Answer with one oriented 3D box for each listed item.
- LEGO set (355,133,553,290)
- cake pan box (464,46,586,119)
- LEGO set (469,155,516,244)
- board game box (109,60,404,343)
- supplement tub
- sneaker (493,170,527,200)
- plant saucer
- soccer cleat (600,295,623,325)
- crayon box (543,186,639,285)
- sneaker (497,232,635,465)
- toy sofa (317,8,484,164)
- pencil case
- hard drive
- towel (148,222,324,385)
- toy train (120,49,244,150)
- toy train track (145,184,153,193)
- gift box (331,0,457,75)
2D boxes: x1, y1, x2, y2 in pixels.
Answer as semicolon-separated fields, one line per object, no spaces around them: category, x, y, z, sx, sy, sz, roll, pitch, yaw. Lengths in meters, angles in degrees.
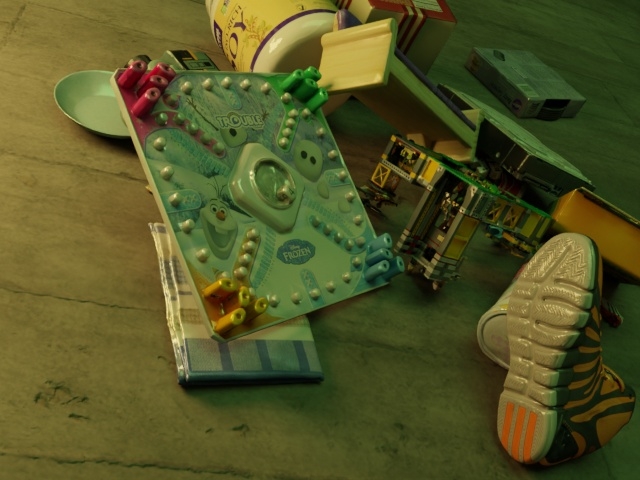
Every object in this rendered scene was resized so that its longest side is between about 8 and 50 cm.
LEGO set;0.210;-0.033;1.214;0.254;0.192;0.331;10;22;-47
cake pan box;0.570;-0.436;1.928;0.245;0.070;0.267;-10;49;-33
LEGO set;0.366;-0.068;1.370;0.093;0.087;0.227;-2;43;-12
board game box;-0.067;-0.085;1.019;0.389;0.050;0.390;-14;78;-48
supplement tub;-0.082;-0.422;1.421;0.240;0.241;0.331;-6;47;-33
sneaker;0.413;-0.133;1.509;0.067;0.042;0.118;30;40;2
plant saucer;-0.362;-0.227;1.209;0.194;0.037;0.195;14;40;-12
soccer cleat;0.524;0.123;1.284;0.035;0.029;0.083;-13;54;-49
crayon box;0.505;-0.003;1.249;0.202;0.081;0.318;33;4;10
sneaker;0.358;0.153;0.975;0.180;0.322;0.124;8;8;-30
toy sofa;0.162;-0.285;1.302;0.362;0.150;0.177;27;71;-48
pencil case;0.355;0.100;1.142;0.113;0.124;0.273;33;38;16
hard drive;0.402;-0.210;1.489;0.236;0.064;0.339;17;27;-35
towel;-0.123;0.082;0.981;0.209;0.034;0.285;4;44;-28
toy train;-0.179;-0.178;1.147;0.334;0.142;0.190;49;34;10
toy train track;-0.244;-0.062;1.101;0.083;0.014;0.048;33;46;20
gift box;0.130;-0.487;1.592;0.254;0.258;0.277;5;50;-23
